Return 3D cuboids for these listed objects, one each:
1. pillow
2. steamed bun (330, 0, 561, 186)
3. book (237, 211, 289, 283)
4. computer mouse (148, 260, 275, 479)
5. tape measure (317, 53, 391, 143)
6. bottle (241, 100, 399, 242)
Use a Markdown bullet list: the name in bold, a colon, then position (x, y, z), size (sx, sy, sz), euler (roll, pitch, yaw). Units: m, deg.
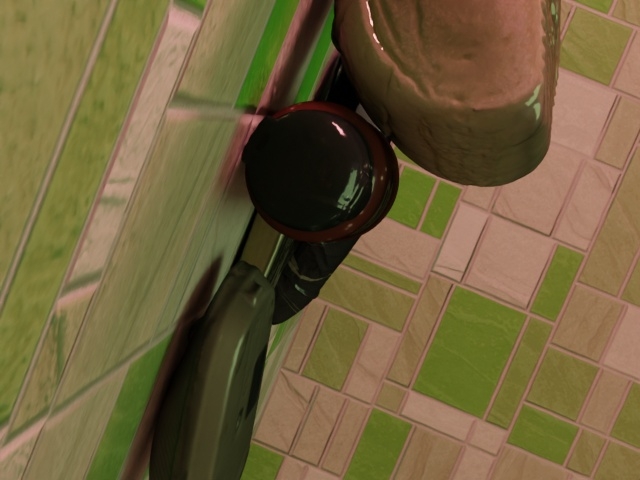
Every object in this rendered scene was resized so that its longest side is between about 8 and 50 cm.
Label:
- **pillow**: position (0.000, 0.000, 1.745), size (0.335, 0.092, 0.161), euler (-54, -170, 43)
- **steamed bun**: position (0.129, -0.256, 1.162), size (0.247, 0.236, 0.383), euler (71, 28, -69)
- **book**: position (-0.071, 0.033, 1.515), size (0.371, 0.043, 0.260), euler (-34, 146, -86)
- **computer mouse**: position (-0.123, 0.179, 1.233), size (0.197, 0.095, 0.331), euler (-63, 167, -67)
- **tape measure**: position (0.048, -0.170, 1.527), size (0.182, 0.107, 0.181), euler (113, -5, -53)
- **bottle**: position (-0.002, -0.065, 1.152), size (0.336, 0.144, 0.144), euler (-17, 130, -83)
